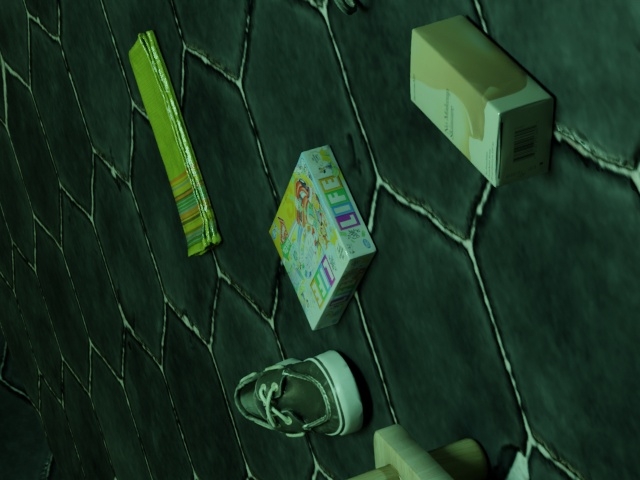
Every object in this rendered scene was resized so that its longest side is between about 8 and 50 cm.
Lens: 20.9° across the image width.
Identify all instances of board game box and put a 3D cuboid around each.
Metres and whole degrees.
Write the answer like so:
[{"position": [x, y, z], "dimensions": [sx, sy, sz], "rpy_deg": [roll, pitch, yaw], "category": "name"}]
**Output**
[{"position": [0.000, 0.000, 1.483], "dimensions": [0.103, 0.026, 0.154], "rpy_deg": [65, 159, 19], "category": "board game box"}]

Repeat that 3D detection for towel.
[{"position": [-0.160, -0.099, 1.843], "dimensions": [0.102, 0.021, 0.237], "rpy_deg": [-27, 80, 69], "category": "towel"}]

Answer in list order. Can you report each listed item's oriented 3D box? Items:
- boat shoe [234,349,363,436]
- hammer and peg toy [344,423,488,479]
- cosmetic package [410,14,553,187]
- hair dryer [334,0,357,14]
[{"position": [-0.023, 0.149, 1.601], "dimensions": [0.219, 0.070, 0.078], "rpy_deg": [163, 90, -70], "category": "boat shoe"}, {"position": [0.112, 0.343, 1.309], "dimensions": [0.266, 0.127, 0.361], "rpy_deg": [-136, 35, -54], "category": "hammer and peg toy"}, {"position": [0.102, -0.091, 1.113], "dimensions": [0.115, 0.041, 0.060], "rpy_deg": [-130, 29, -47], "category": "cosmetic package"}, {"position": [-0.035, -0.320, 1.238], "dimensions": [0.223, 0.080, 0.294], "rpy_deg": [121, 131, -66], "category": "hair dryer"}]
